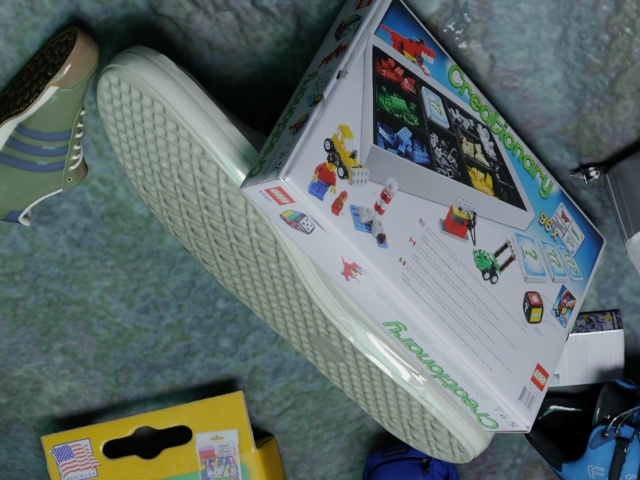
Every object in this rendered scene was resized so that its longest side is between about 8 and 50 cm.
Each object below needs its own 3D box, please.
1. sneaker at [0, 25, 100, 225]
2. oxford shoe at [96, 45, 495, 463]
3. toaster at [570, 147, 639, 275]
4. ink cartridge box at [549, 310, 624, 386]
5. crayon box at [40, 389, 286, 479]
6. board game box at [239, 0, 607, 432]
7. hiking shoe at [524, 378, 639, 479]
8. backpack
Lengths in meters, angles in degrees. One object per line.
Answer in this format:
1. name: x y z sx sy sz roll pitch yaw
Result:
1. sneaker: -0.213 -0.082 1.174 0.086 0.064 0.192 30 122 -30
2. oxford shoe: 0.000 0.000 1.197 0.449 0.130 0.169 44 158 -21
3. toaster: 0.326 -0.014 1.188 0.185 0.110 0.168 -30 121 21
4. ink cartridge box: 0.209 0.098 1.323 0.115 0.029 0.063 -5 128 5
5. crayon box: -0.119 0.312 1.383 0.203 0.083 0.323 -14 88 11
6. board game box: 0.091 -0.018 1.137 0.053 0.193 0.305 -10 133 47
7. hiking shoe: 0.294 0.174 1.270 0.132 0.113 0.304 36 147 -19
8. backpack: 0.086 0.234 1.371 0.098 0.120 0.101 -9 117 10
